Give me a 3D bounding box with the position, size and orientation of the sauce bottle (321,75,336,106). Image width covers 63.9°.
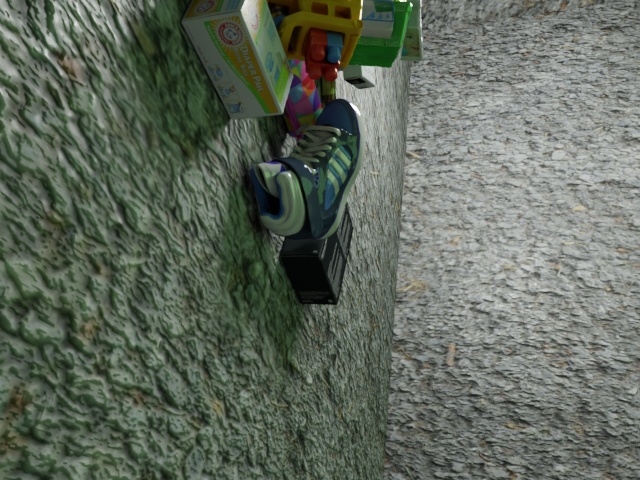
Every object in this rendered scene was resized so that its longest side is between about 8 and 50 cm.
[{"bbox_3d":[0.024,-0.422,1.480,0.042,0.042,0.128,-21,111,-72],"label":"sauce bottle"}]

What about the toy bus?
[{"bbox_3d":[-0.028,-0.401,0.958,0.149,0.220,0.212,123,-30,-65],"label":"toy bus"}]

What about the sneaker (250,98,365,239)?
[{"bbox_3d":[-0.030,-0.161,1.043,0.236,0.130,0.323,11,93,-56],"label":"sneaker"}]

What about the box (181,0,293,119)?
[{"bbox_3d":[-0.132,-0.322,0.870,0.203,0.103,0.114,66,28,-50],"label":"box"}]

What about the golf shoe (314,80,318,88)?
[{"bbox_3d":[-0.045,-0.386,1.199,0.198,0.077,0.094,23,67,-70],"label":"golf shoe"}]

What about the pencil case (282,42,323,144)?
[{"bbox_3d":[-0.056,-0.330,1.126,0.236,0.104,0.105,67,27,-47],"label":"pencil case"}]

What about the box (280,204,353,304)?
[{"bbox_3d":[0.000,0.000,1.268,0.184,0.103,0.261,74,23,-45],"label":"box"}]

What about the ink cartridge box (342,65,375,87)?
[{"bbox_3d":[0.098,-0.636,1.471,0.175,0.069,0.371,-21,108,-70],"label":"ink cartridge box"}]

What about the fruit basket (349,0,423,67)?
[{"bbox_3d":[0.101,-0.628,1.292,0.165,0.326,0.354,146,-53,-83],"label":"fruit basket"}]
